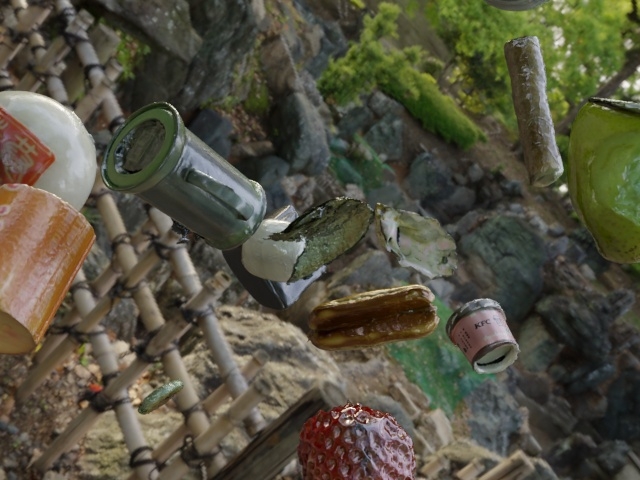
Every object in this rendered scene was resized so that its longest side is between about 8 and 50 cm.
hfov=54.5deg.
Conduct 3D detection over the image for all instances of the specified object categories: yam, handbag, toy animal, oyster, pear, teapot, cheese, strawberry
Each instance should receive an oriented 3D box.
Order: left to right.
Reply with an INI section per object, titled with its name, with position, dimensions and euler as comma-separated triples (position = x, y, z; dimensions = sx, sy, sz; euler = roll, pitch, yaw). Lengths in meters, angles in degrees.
[toy animal]
position = -0.372, -0.043, 1.681
dimensions = 0.062, 0.220, 0.107
euler = -14, 75, -26
[teapot]
position = -0.245, -0.107, 1.295
dimensions = 0.271, 0.200, 0.337
euler = 20, -12, 39
[handbag]
position = -0.145, 0.069, 1.977
dimensions = 0.302, 0.178, 0.274
euler = -45, 113, -50
[cheese]
position = -0.121, 0.029, 1.671
dimensions = 0.198, 0.189, 0.154
euler = 12, 48, 7
[strawberry]
position = 0.068, 0.437, 1.226
dimensions = 0.254, 0.150, 0.280
euler = 34, 37, 15
[oyster]
position = 0.201, 0.009, 1.357
dimensions = 0.209, 0.132, 0.072
euler = 20, -15, 0
[yam]
position = 0.443, -0.273, 1.289
dimensions = 0.081, 0.081, 0.356
euler = 27, 54, -48
[pear]
position = 0.527, -0.088, 1.031
dimensions = 0.292, 0.292, 0.159
euler = 49, 27, 6

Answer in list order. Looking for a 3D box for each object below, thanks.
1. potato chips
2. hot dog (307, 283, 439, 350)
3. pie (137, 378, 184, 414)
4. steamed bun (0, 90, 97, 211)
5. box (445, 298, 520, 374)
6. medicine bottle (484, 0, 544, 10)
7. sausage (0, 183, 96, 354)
[potato chips]
position = -0.002, -0.003, 1.035
dimensions = 0.029, 0.202, 0.220
euler = 58, 6, 24
[hot dog]
position = 0.117, 0.191, 1.503
dimensions = 0.100, 0.338, 0.135
euler = -3, 79, -72
[pie]
position = -0.251, 0.247, 0.984
dimensions = 0.020, 0.084, 0.084
euler = 53, 18, 11
[steamed bun]
position = -0.771, -0.193, 1.574
dimensions = 0.374, 0.374, 0.241
euler = 45, 6, -5
[box]
position = 0.398, 0.241, 1.508
dimensions = 0.151, 0.151, 0.135
euler = 33, 24, -37
[medicine bottle]
position = 0.469, -0.672, 1.467
dimensions = 0.245, 0.245, 0.306
euler = 48, 29, 2
[sausage]
position = -0.626, 0.056, 1.263
dimensions = 0.233, 0.233, 0.287
euler = 38, 44, -25
